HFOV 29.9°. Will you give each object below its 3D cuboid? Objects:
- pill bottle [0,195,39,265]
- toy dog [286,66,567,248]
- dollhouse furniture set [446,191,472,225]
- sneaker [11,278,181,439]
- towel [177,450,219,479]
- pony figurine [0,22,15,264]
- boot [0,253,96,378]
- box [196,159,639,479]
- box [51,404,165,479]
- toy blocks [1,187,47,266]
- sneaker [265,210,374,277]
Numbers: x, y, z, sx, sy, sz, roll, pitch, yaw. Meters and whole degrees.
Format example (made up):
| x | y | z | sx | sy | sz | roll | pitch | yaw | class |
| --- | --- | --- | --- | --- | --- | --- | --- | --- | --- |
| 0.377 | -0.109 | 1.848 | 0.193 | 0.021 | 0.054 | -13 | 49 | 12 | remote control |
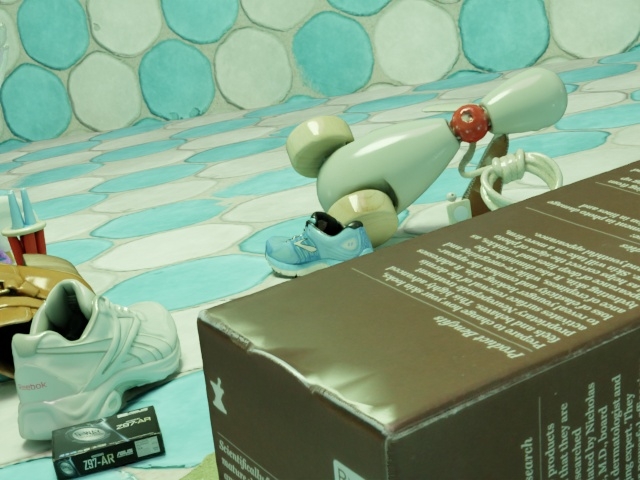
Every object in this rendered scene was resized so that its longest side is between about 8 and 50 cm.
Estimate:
| x | y | z | sx | sy | sz | roll | pitch | yaw | class |
| --- | --- | --- | --- | --- | --- | --- | --- | --- | --- |
| -0.491 | -0.008 | 1.691 | 0.187 | 0.112 | 0.112 | 2 | 18 | 42 | pill bottle |
| 0.130 | -0.084 | 1.433 | 0.334 | 0.220 | 0.161 | -4 | -25 | 10 | toy dog |
| 0.115 | 0.001 | 1.220 | 0.114 | 0.081 | 0.091 | -15 | 13 | -18 | dollhouse furniture set |
| -0.192 | 0.082 | 1.048 | 0.090 | 0.115 | 0.232 | -7 | 13 | 17 | sneaker |
| -0.022 | 0.152 | 0.805 | 0.110 | 0.027 | 0.148 | 0 | 16 | 35 | towel |
| -0.520 | -0.086 | 1.438 | 0.364 | 0.351 | 0.302 | 20 | 51 | -3 | pony figurine |
| -0.360 | 0.083 | 1.192 | 0.284 | 0.109 | 0.220 | 3 | 16 | -19 | boot |
| 0.140 | 0.072 | 0.725 | 0.381 | 0.143 | 0.191 | -16 | 24 | -29 | box |
| -0.164 | 0.156 | 0.925 | 0.083 | 0.018 | 0.067 | -13 | 13 | -9 | box |
| -0.367 | 0.023 | 1.377 | 0.123 | 0.148 | 0.054 | -19 | 15 | -34 | toy blocks |
| 0.000 | 0.000 | 1.339 | 0.162 | 0.073 | 0.063 | 1 | 17 | 44 | sneaker |
